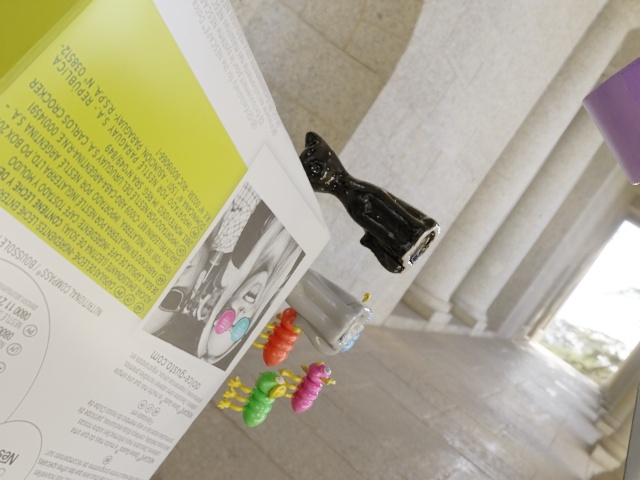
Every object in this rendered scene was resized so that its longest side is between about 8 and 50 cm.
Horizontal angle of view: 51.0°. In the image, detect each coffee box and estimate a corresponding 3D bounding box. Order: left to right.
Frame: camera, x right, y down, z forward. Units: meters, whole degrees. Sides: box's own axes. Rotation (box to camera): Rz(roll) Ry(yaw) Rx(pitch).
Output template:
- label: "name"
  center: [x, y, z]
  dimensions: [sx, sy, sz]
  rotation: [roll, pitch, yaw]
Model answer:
- label: "coffee box"
  center: [-0.249, -0.027, 0.462]
  dimensions: [0.338, 0.334, 0.338]
  rotation: [29, -17, 24]

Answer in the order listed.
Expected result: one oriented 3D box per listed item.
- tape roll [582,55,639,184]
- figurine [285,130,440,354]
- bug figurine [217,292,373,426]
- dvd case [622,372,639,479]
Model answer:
- label: "tape roll"
  center: [0.359, -0.151, 0.536]
  dimensions: [0.090, 0.275, 0.275]
  rotation: [60, 9, 4]
- label: "figurine"
  center: [0.000, 0.000, 0.832]
  dimensions: [0.209, 0.214, 0.092]
  rotation: [41, 5, 17]
- label: "bug figurine"
  center: [-0.024, 0.171, 0.981]
  dimensions: [0.072, 0.216, 0.279]
  rotation: [36, 16, 27]
- label: "dvd case"
  center: [0.295, 0.195, 0.444]
  dimensions: [0.179, 0.238, 0.030]
  rotation: [7, -10, 38]
